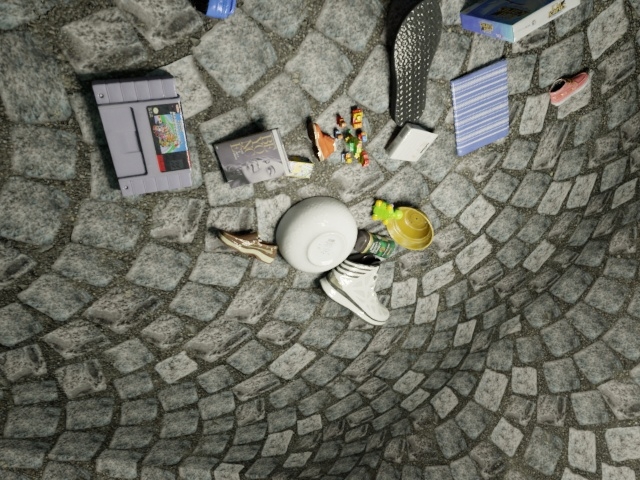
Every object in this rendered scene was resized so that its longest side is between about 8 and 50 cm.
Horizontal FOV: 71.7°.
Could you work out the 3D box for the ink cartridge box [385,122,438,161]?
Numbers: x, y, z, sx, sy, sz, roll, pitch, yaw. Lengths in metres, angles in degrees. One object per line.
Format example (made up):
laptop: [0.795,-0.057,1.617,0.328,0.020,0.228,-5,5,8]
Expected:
ink cartridge box: [0.354,-0.378,1.718,0.179,0.045,0.145,-6,142,-45]

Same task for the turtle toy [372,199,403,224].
turtle toy: [0.277,-0.120,1.841,0.066,0.130,0.095,-46,154,-49]

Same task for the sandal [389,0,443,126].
sandal: [0.295,-0.600,1.513,0.168,0.107,0.445,-17,142,-15]

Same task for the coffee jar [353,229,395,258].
coffee jar: [0.230,0.017,1.930,0.185,0.079,0.096,13,117,-32]

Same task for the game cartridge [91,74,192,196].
game cartridge: [-0.525,-0.312,1.348,0.230,0.068,0.354,-9,127,-14]

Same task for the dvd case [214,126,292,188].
dvd case: [-0.224,-0.274,1.492,0.222,0.018,0.164,-14,122,3]

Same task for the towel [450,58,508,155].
towel: [0.637,-0.521,1.768,0.243,0.040,0.335,-25,128,-5]

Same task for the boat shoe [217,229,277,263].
boat shoe: [-0.270,0.002,1.685,0.258,0.095,0.095,28,95,-44]

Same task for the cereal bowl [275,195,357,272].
cereal bowl: [0.000,0.000,1.770,0.339,0.141,0.338,-12,128,-16]

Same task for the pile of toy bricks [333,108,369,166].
pile of toy bricks: [0.122,-0.352,1.593,0.118,0.105,0.212,-17,129,-14]

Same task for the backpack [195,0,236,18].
backpack: [-0.275,-0.648,1.179,0.101,0.120,0.097,-4,124,-23]

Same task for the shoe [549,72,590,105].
shoe: [1.033,-0.647,1.838,0.178,0.063,0.081,-40,136,12]

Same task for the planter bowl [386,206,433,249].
planter bowl: [0.399,-0.073,1.908,0.090,0.217,0.217,-46,142,-39]

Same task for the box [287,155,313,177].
box: [-0.115,-0.266,1.576,0.169,0.054,0.059,2,122,-27]

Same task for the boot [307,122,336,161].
boot: [0.008,-0.361,1.569,0.085,0.059,0.157,-29,139,-7]

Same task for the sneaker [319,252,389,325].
sneaker: [0.229,0.218,2.016,0.257,0.169,0.448,-46,127,13]

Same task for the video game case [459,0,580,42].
video game case: [0.635,-0.753,1.437,0.244,0.269,0.061,-32,130,-2]
